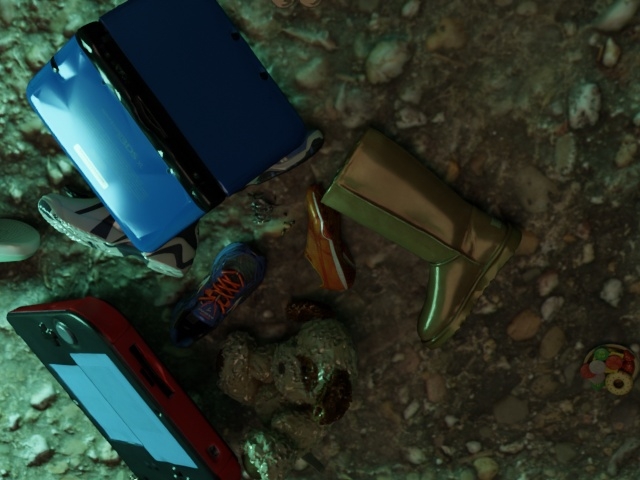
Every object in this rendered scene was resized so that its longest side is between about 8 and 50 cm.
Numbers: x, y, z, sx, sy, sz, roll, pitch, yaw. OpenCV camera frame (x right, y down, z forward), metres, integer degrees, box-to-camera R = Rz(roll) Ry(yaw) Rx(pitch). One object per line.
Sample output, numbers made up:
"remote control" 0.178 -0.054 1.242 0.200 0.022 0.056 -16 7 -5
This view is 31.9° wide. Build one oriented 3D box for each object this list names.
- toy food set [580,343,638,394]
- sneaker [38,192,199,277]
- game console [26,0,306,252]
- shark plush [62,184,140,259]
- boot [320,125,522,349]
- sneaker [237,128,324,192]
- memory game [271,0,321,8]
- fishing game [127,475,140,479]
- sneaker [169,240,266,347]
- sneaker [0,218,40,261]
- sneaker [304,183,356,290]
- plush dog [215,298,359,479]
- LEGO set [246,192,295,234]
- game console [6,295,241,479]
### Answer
"toy food set" 0.436 0.193 1.690 0.082 0.020 0.083 14 120 4
"sneaker" -0.277 -0.057 1.634 0.235 0.153 0.094 20 164 -1
"game console" -0.214 -0.174 1.544 0.250 0.173 0.293 -32 95 40
"shark plush" -0.327 -0.026 1.703 0.161 0.073 0.067 25 151 -10
"boot" 0.119 -0.001 1.616 0.269 0.089 0.236 31 106 -7
"sneaker" -0.097 -0.119 1.592 0.211 0.080 0.081 -20 93 11
"memory game" -0.041 -0.395 1.475 0.186 0.012 0.186 5 118 9
"fishing game" -0.290 0.509 1.982 0.189 0.041 0.264 -28 116 35
"sneaker" -0.157 0.091 1.711 0.083 0.087 0.221 35 118 -9
"sneaker" -0.533 0.052 1.757 0.255 0.094 0.151 -2 112 23
"sneaker" 0.000 0.000 1.649 0.067 0.064 0.175 -3 115 24
"plush dog" -0.018 0.217 1.700 0.210 0.262 0.225 7 136 -31
"LEGO set" -0.077 -0.039 1.663 0.083 0.023 0.054 24 119 -2
"game console" -0.312 0.250 1.751 0.342 0.060 0.387 -11 119 51
